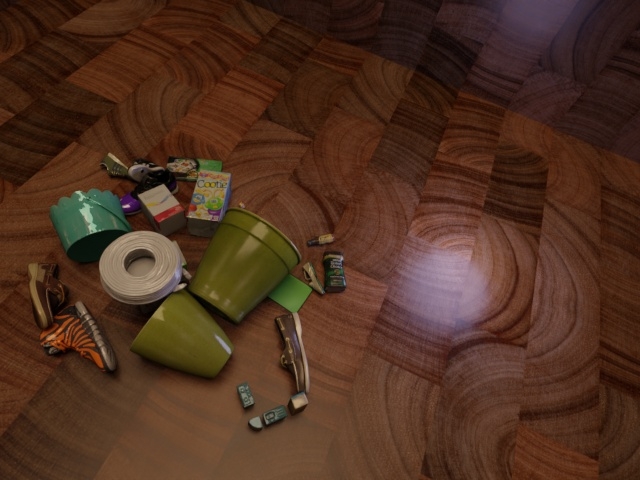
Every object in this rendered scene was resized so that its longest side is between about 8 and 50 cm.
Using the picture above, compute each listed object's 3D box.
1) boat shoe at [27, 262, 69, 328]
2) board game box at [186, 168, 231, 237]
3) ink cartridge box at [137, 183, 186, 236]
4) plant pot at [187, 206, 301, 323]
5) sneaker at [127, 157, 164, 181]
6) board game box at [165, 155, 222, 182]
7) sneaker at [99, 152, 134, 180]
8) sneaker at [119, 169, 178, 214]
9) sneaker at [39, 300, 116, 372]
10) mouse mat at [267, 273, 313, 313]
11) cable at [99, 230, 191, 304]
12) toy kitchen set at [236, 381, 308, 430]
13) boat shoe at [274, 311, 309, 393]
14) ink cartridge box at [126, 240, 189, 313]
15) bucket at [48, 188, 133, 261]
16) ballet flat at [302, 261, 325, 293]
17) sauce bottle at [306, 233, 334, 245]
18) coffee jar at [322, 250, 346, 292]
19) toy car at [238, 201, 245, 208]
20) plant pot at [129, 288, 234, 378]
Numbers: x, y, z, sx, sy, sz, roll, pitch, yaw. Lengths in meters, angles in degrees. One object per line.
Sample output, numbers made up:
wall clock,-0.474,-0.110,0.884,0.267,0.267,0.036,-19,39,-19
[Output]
boat shoe,-0.994,0.187,1.538,0.123,0.124,0.342,-9,33,-33
board game box,-0.498,-0.166,1.886,0.141,0.144,0.276,8,56,-6
ink cartridge box,-0.691,-0.130,1.831,0.127,0.128,0.176,-33,70,-28
plant pot,-0.322,0.121,1.640,0.366,0.366,0.353,30,68,8
sneaker,-0.834,-0.329,1.920,0.121,0.079,0.217,28,14,12
board game box,-0.617,-0.344,2.048,0.259,0.030,0.136,5,54,-9
sneaker,-0.946,-0.323,1.950,0.192,0.064,0.086,39,73,8
sneaker,-0.782,-0.233,1.868,0.293,0.146,0.102,-36,70,-29
sneaker,-0.864,0.378,1.484,0.180,0.125,0.321,-34,59,-24
mouse mat,-0.145,0.213,1.797,0.189,0.007,0.153,32,57,8
cable,-0.598,0.090,1.397,0.257,0.089,0.257,-31,71,-27
toy kitchen set,-0.175,0.558,1.495,0.207,0.122,0.166,-17,62,-22
boat shoe,-0.108,0.430,1.601,0.096,0.117,0.325,-7,55,-11
ink cartridge box,-0.612,0.145,1.581,0.201,0.278,0.117,-24,68,-24
bucket,-0.900,-0.053,1.658,0.281,0.281,0.183,-22,73,-24
ballet flat,-0.033,0.173,1.828,0.052,0.057,0.168,-28,59,3
sauce bottle,0.000,0.000,1.945,0.128,0.042,0.042,-15,62,-18
coffee jar,0.060,0.133,1.847,0.096,0.079,0.185,2,57,-10
toy car,-0.385,-0.130,1.942,0.040,0.060,0.122,48,63,-18
plant pot,-0.469,0.360,1.503,0.293,0.275,0.275,37,56,-6
